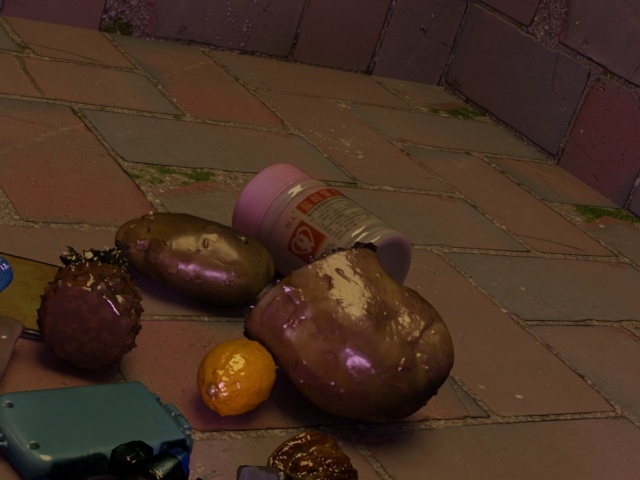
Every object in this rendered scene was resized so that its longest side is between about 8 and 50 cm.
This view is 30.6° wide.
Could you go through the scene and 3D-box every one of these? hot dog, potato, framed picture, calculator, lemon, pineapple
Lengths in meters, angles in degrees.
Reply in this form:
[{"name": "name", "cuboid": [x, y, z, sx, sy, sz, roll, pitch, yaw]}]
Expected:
[{"name": "hot dog", "cuboid": [-0.010, 0.325, 1.672, 0.147, 0.065, 0.099, 3, 36, -41]}, {"name": "potato", "cuboid": [-0.225, 0.026, 2.113, 0.296, 0.141, 0.192, 14, 19, -7]}, {"name": "potato", "cuboid": [0.065, 0.181, 1.855, 0.288, 0.301, 0.237, -30, 53, -8]}, {"name": "framed picture", "cuboid": [-0.597, 0.058, 1.888, 0.338, 0.014, 0.255, 15, 22, -10]}, {"name": "calculator", "cuboid": [-0.311, 0.260, 1.594, 0.293, 0.051, 0.173, 0, 30, -39]}, {"name": "lemon", "cuboid": [-0.130, 0.209, 1.782, 0.114, 0.114, 0.155, 28, 24, 21]}, {"name": "pineapple", "cuboid": [-0.352, 0.082, 1.869, 0.169, 0.169, 0.340, 16, 15, -7]}]

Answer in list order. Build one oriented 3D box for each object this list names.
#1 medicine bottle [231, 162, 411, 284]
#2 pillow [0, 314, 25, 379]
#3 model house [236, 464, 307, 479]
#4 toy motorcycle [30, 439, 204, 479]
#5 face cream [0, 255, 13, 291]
[{"name": "medicine bottle", "cuboid": [0.000, 0.000, 2.276, 0.316, 0.202, 0.202, 34, 26, 32]}, {"name": "pillow", "cuboid": [-0.559, 0.142, 1.647, 0.270, 0.067, 0.173, 13, 28, -15]}, {"name": "model house", "cuboid": [-0.027, 0.373, 1.521, 0.152, 0.106, 0.165, 21, 54, -27]}, {"name": "toy motorcycle", "cuboid": [-0.256, 0.324, 1.286, 0.125, 0.196, 0.331, 28, 25, 23]}, {"name": "face cream", "cuboid": [-0.521, 0.133, 1.554, 0.163, 0.080, 0.337, 30, 41, 1]}]
